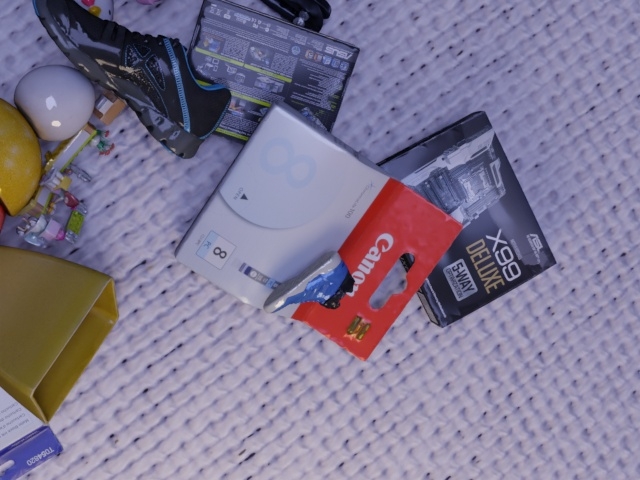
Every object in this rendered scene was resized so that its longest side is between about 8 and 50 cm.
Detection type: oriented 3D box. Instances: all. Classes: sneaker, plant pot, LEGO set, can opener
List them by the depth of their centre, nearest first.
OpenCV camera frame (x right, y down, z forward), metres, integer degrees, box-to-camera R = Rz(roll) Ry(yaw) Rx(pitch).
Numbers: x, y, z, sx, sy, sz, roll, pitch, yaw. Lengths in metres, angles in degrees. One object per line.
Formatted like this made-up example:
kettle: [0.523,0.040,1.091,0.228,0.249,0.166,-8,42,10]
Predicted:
sneaker: [-0.289,-0.283,1.492,0.140,0.125,0.341,-47,116,4]
plant pot: [-0.454,0.130,1.501,0.187,0.212,0.212,29,67,4]
LEGO set: [-0.389,-0.101,1.563,0.107,0.132,0.287,40,59,-30]
sneaker: [-0.013,0.092,1.580,0.152,0.058,0.085,-36,108,-2]
can opener: [-0.071,-0.413,1.632,0.186,0.073,0.059,28,127,-9]

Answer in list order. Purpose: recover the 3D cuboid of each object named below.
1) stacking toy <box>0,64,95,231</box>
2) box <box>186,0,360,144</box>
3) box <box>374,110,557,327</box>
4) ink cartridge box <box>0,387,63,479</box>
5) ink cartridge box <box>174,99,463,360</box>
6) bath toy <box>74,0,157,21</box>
stacking toy: [-0.540,-0.103,1.448,0.480,0.350,0.351,-36,100,-19]
box: [-0.095,-0.263,1.606,0.270,0.060,0.216,16,104,-11]
box: [0.241,-0.038,1.700,0.242,0.076,0.308,-28,98,-7]
ink cartridge box: [-0.575,0.316,1.582,0.223,0.045,0.224,-32,100,-8]
ink cartridge box: [0.000,0.000,1.600,0.385,0.091,0.308,33,103,-7]
bath toy: [-0.257,-0.431,1.537,0.348,0.151,0.129,-29,89,-6]
